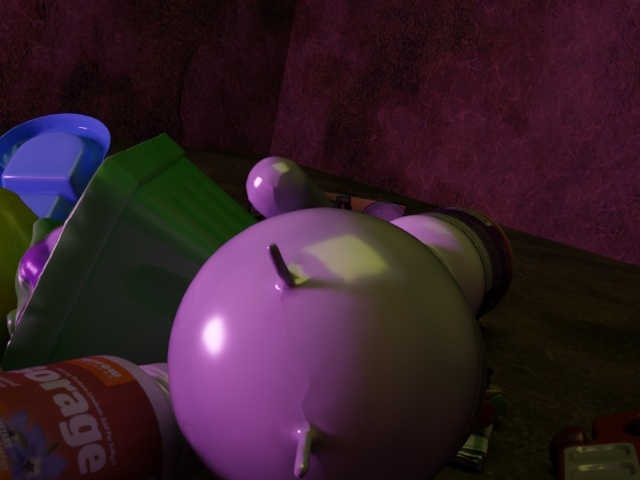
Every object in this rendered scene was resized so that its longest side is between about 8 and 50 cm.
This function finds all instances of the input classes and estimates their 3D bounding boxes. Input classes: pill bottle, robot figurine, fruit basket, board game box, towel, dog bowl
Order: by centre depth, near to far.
[{"bbox_3d":[-0.174,0.140,0.623,0.121,0.121,0.216,17,11,31],"label":"pill bottle"},{"bbox_3d":[0.015,0.088,0.676,0.200,0.299,0.353,-23,-12,7],"label":"robot figurine"},{"bbox_3d":[-0.254,0.020,0.914,0.392,0.282,0.392,28,8,-4],"label":"fruit basket"},{"bbox_3d":[0.094,0.189,0.954,0.152,0.023,0.113,11,7,13],"label":"towel"},{"bbox_3d":[-0.367,-0.048,1.233,0.166,0.074,0.297,2,45,10],"label":"dog bowl"},{"bbox_3d":[0.161,0.048,1.355,0.182,0.181,0.323,14,11,21],"label":"pill bottle"},{"bbox_3d":[0.000,0.000,1.509,0.243,0.165,0.042,10,9,-8],"label":"board game box"}]

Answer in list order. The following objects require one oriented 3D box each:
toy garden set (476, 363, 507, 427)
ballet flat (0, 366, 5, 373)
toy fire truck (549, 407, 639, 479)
[{"bbox_3d":[0.084,0.141,1.032,0.244,0.049,0.204,11,1,4],"label":"toy garden set"},{"bbox_3d":[-0.389,0.102,0.728,0.343,0.116,0.124,7,-10,-1],"label":"ballet flat"},{"bbox_3d":[0.332,0.192,0.839,0.254,0.169,0.302,-6,5,13],"label":"toy fire truck"}]
